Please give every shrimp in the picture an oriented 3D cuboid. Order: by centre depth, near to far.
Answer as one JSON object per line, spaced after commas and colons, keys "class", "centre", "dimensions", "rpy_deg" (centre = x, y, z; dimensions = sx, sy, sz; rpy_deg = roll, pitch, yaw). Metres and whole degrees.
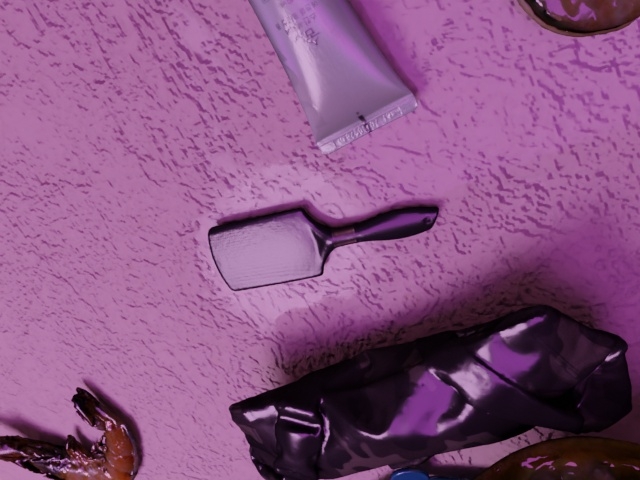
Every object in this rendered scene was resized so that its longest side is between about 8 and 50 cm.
{"class": "shrimp", "centre": [-0.297, 0.218, 0.592], "dimensions": [0.195, 0.035, 0.147], "rpy_deg": [15, 121, -2]}

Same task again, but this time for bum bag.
{"class": "bum bag", "centre": [0.068, 0.134, 0.429], "dimensions": [0.341, 0.095, 0.144], "rpy_deg": [-25, 125, 26]}

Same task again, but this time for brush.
{"class": "brush", "centre": [0.000, 0.000, 0.425], "dimensions": [0.194, 0.016, 0.062], "rpy_deg": [-10, 113, 19]}

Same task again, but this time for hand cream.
{"class": "hand cream", "centre": [-0.016, -0.156, 0.336], "dimensions": [0.078, 0.050, 0.204], "rpy_deg": [-24, 112, 21]}

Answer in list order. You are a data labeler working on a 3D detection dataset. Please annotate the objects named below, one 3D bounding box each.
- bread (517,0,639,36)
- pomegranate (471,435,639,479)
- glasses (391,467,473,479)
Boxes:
{"class": "bread", "centre": [0.119, -0.228, 0.260], "dimensions": [0.207, 0.056, 0.286], "rpy_deg": [-34, 104, 22]}
{"class": "pomegranate", "centre": [0.185, 0.307, 0.297], "dimensions": [0.359, 0.310, 0.216], "rpy_deg": [-39, 131, -15]}
{"class": "glasses", "centre": [0.149, 0.327, 0.478], "dimensions": [0.239, 0.206, 0.102], "rpy_deg": [5, 153, 13]}
